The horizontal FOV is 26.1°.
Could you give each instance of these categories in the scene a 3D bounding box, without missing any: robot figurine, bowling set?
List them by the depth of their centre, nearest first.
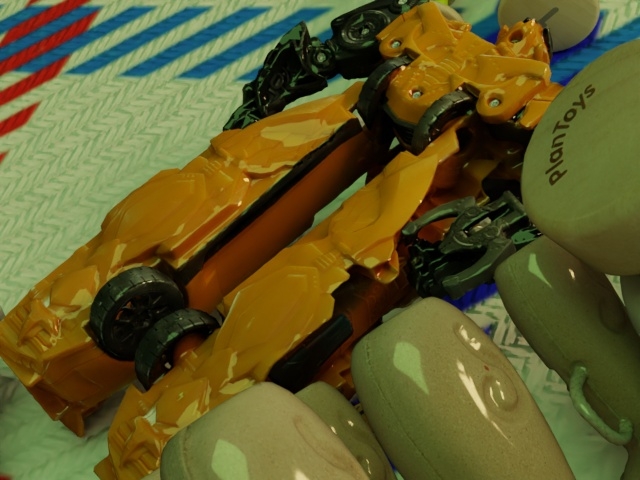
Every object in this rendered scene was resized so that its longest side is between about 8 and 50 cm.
[{"bbox_3d":[0.020,0.124,0.477,0.200,0.287,0.154,-38,80,34],"label":"bowling set"},{"bbox_3d":[0.000,0.000,0.637,0.291,0.085,0.211,-39,47,-12],"label":"robot figurine"}]

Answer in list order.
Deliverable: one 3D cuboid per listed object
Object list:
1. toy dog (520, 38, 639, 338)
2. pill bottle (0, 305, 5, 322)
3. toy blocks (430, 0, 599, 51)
[{"bbox_3d":[0.207,-0.005,0.419,0.220,0.334,0.161,18,58,-14],"label":"toy dog"},{"bbox_3d":[-0.231,0.107,0.612,0.124,0.124,0.221,5,51,27],"label":"pill bottle"},{"bbox_3d":[0.088,-0.165,0.770,0.123,0.054,0.148,-10,47,15],"label":"toy blocks"}]
